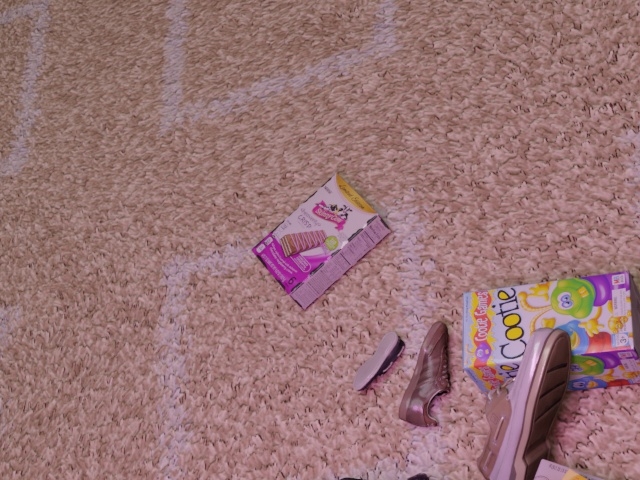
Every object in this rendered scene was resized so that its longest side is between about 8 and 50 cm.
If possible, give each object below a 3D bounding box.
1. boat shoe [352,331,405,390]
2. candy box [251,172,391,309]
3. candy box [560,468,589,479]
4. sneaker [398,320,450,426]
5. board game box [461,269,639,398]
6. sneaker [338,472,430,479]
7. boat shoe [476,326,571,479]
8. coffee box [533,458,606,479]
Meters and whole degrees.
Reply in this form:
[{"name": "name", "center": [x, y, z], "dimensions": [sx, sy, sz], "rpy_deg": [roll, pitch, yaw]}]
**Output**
[{"name": "boat shoe", "center": [0.106, 0.224, 2.013], "dimensions": [0.125, 0.038, 0.046], "rpy_deg": [-55, 32, -13]}, {"name": "candy box", "center": [0.000, 0.000, 2.192], "dimensions": [0.233, 0.071, 0.159], "rpy_deg": [-42, 49, -2]}, {"name": "candy box", "center": [0.348, 0.432, 1.580], "dimensions": [0.109, 0.053, 0.187], "rpy_deg": [31, 76, 37]}, {"name": "sneaker", "center": [0.199, 0.236, 1.949], "dimensions": [0.071, 0.066, 0.188], "rpy_deg": [17, 75, 18]}, {"name": "board game box", "center": [0.385, 0.159, 1.831], "dimensions": [0.275, 0.144, 0.142], "rpy_deg": [-10, 57, 24]}, {"name": "sneaker", "center": [0.162, 0.425, 1.714], "dimensions": [0.146, 0.123, 0.330], "rpy_deg": [-30, 29, -36]}, {"name": "boat shoe", "center": [0.308, 0.265, 1.739], "dimensions": [0.103, 0.113, 0.302], "rpy_deg": [25, 115, 36]}, {"name": "coffee box", "center": [0.360, 0.498, 1.643], "dimensions": [0.168, 0.119, 0.297], "rpy_deg": [13, 68, 34]}]
